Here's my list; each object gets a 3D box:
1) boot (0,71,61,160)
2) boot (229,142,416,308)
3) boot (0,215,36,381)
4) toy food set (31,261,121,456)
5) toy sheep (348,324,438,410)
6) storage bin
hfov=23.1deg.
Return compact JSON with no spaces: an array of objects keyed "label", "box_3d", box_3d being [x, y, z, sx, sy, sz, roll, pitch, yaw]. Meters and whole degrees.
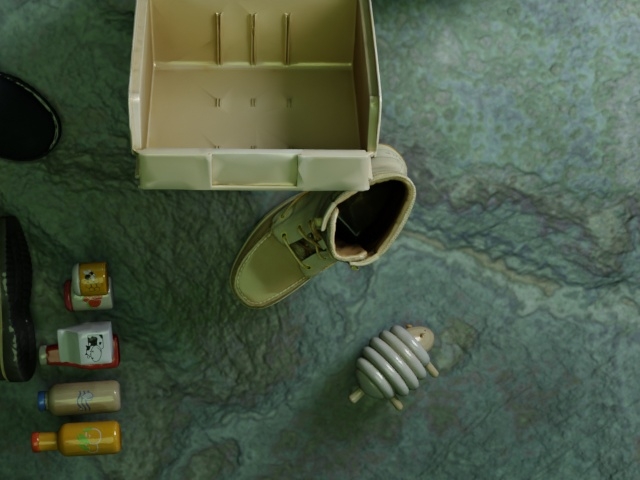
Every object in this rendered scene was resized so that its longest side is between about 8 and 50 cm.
[{"label":"boot","box_3d":[-0.411,-0.156,1.744,0.246,0.207,0.094,35,99,-10]},{"label":"boot","box_3d":[0.000,0.000,1.799,0.262,0.203,0.095,-38,102,6]},{"label":"boot","box_3d":[-0.418,0.072,1.871,0.137,0.077,0.198,-2,90,15]},{"label":"toy food set","box_3d":[-0.296,0.135,1.864,0.104,0.111,0.232,-4,106,-2]},{"label":"toy sheep","box_3d":[0.087,0.153,1.901,0.132,0.091,0.091,-44,102,-12]},{"label":"storage bin","box_3d":[-0.074,-0.172,1.722,0.262,0.260,0.123,0,129,-3]}]
